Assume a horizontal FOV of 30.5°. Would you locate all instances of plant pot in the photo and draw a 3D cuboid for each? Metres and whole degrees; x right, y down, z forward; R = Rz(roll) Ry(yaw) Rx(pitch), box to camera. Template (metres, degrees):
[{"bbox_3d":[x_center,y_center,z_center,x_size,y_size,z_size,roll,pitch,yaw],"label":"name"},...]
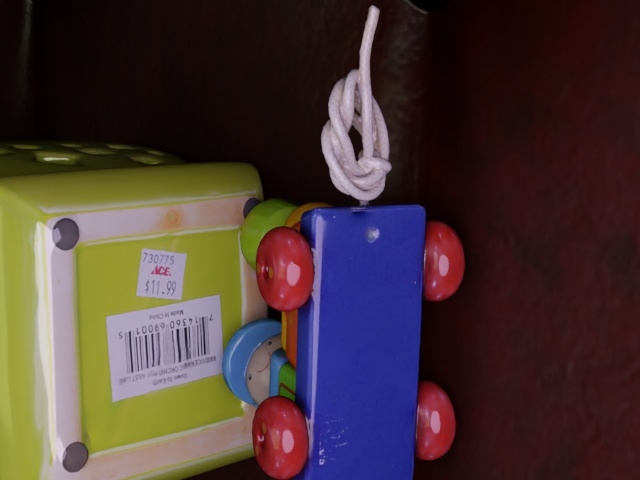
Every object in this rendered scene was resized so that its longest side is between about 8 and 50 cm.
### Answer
[{"bbox_3d":[-0.158,0.051,0.746,0.207,0.228,0.227,5,99,45],"label":"plant pot"}]

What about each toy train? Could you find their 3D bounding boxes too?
[{"bbox_3d":[0.000,0.000,0.635,0.143,0.105,0.248,-158,67,-64],"label":"toy train"}]
